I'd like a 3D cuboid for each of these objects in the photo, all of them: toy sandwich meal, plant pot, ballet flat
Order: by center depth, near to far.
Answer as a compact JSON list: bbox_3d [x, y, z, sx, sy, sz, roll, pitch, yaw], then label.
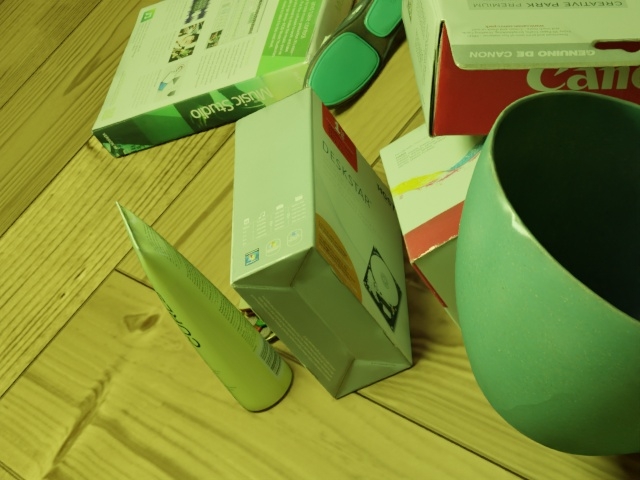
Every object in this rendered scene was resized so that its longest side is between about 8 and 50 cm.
[{"bbox_3d":[0.220,0.051,1.295,0.290,0.290,0.195,-94,25,-49],"label":"plant pot"},{"bbox_3d":[-0.058,0.067,1.695,0.085,0.029,0.085,-24,38,21],"label":"toy sandwich meal"},{"bbox_3d":[0.045,-0.225,1.896,0.203,0.074,0.074,-54,37,-11],"label":"ballet flat"}]

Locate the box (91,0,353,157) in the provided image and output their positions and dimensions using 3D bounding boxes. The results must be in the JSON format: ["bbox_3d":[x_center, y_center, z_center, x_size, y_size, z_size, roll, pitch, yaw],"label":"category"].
[{"bbox_3d":[-0.112,-0.234,2.051,0.322,0.058,0.232,-15,42,32],"label":"box"}]

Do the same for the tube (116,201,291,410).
[{"bbox_3d":[-0.114,0.064,1.567,0.070,0.240,0.062,-2,47,40],"label":"tube"}]

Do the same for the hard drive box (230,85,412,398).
[{"bbox_3d":[0.000,0.000,1.587,0.089,0.181,0.232,-25,39,19],"label":"hard drive box"}]

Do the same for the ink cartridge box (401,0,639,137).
[{"bbox_3d":[0.241,-0.181,1.489,0.309,0.130,0.272,-1,40,-4],"label":"ink cartridge box"}]

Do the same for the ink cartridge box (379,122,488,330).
[{"bbox_3d":[0.147,-0.024,1.524,0.127,0.128,0.176,-30,37,13],"label":"ink cartridge box"}]
